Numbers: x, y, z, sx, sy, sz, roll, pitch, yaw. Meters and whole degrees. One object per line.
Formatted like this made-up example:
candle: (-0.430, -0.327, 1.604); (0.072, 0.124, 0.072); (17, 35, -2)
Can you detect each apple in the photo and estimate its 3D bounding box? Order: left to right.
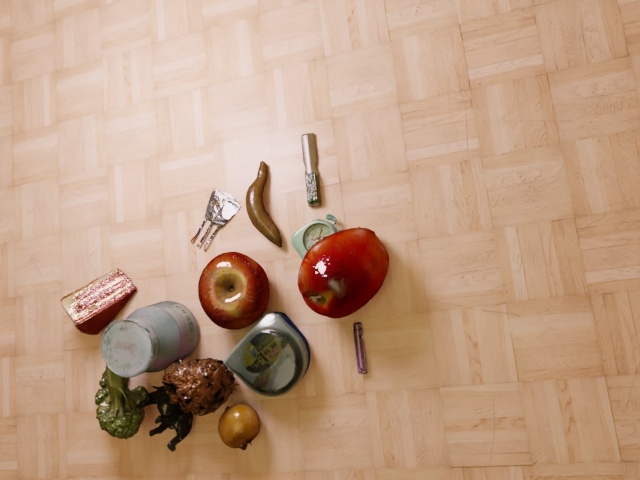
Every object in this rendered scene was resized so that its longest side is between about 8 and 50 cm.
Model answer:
apple: (-0.305, 0.178, 1.691); (0.251, 0.206, 0.272); (-30, 79, -1)

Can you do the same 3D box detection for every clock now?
clock: (0.000, 0.000, 1.701); (0.188, 0.060, 0.148); (-35, 75, 8)

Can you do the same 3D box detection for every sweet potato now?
sweet potato: (-0.226, -0.131, 1.774); (0.108, 0.079, 0.346); (-8, 79, -15)

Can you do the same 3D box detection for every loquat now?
loquat: (-0.285, 0.654, 1.660); (0.163, 0.137, 0.163); (-3, 68, 6)

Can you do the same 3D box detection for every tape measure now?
tape measure: (-0.172, 0.411, 1.661); (0.262, 0.138, 0.259); (44, 97, 15)

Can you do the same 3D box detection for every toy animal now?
toy animal: (-0.554, 0.642, 1.729); (0.114, 0.146, 0.245); (-28, 73, 30)

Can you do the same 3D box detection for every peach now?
peach: (0.083, 0.093, 1.590); (0.281, 0.281, 0.338); (31, 54, 16)

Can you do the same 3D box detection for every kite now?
kite: (-0.420, -0.079, 1.848); (0.141, 0.015, 0.245); (32, 91, 19)

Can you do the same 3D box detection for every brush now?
brush: (-0.037, -0.266, 1.753); (0.054, 0.048, 0.283); (-7, 80, 11)

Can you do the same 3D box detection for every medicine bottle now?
medicine bottle: (-0.612, 0.353, 1.691); (0.244, 0.290, 0.245); (0, 91, 14)

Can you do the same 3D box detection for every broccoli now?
broccoli: (-0.741, 0.567, 1.779); (0.254, 0.186, 0.302); (1, 85, 59)

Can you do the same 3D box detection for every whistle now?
whistle: (0.137, 0.373, 1.635); (0.033, 0.033, 0.177); (-8, 82, 14)

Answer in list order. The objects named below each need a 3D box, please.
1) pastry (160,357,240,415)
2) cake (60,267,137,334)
pastry: (-0.430, 0.517, 1.653); (0.274, 0.275, 0.193); (-14, 67, 13)
cake: (-0.888, 0.229, 1.862); (0.158, 0.159, 0.262); (43, 94, 19)
